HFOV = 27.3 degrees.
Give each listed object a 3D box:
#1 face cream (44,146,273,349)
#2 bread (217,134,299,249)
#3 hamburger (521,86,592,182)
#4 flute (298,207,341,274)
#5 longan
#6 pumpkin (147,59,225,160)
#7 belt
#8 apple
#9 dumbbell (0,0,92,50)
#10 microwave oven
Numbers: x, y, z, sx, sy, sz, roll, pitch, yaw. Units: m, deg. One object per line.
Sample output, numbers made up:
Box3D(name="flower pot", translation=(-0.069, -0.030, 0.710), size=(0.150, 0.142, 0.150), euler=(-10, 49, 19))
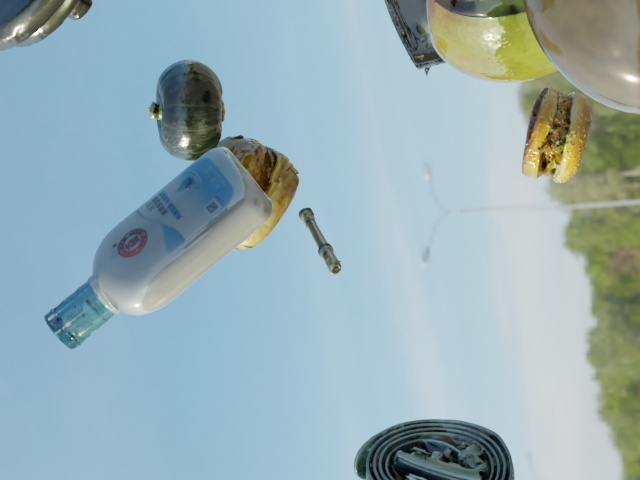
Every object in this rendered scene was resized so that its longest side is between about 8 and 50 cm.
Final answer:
Box3D(name="face cream", translation=(-0.225, 0.018, 1.773), size=(0.163, 0.337, 0.080), euler=(50, 179, 46))
Box3D(name="bread", translation=(-0.148, -0.081, 2.288), size=(0.120, 0.236, 0.198), euler=(37, -101, -33))
Box3D(name="hamburger", translation=(0.448, -0.192, 2.495), size=(0.191, 0.118, 0.182), euler=(97, -165, -50))
Box3D(name="flute", translation=(0.000, 0.000, 2.088), size=(0.233, 0.027, 0.027), euler=(-119, 16, -64))
Box3D(name="longan", translation=(0.323, -0.226, 1.126), size=(0.243, 0.300, 0.300), euler=(52, -144, -53))
Box3D(name="pumpkin", translation=(-0.220, -0.217, 2.189), size=(0.167, 0.125, 0.167), euler=(3, -90, -83))
Box3D(name="belt", translation=(0.182, 0.382, 2.116), size=(0.206, 0.268, 0.116), euler=(-68, -23, -47))
Box3D(name="apple", translation=(0.208, -0.248, 1.350), size=(0.207, 0.188, 0.173), euler=(-52, -33, -70))
Box3D(name="dumbbell", translation=(-0.330, -0.297, 1.242), size=(0.290, 0.192, 0.192), euler=(34, -131, -41))
Box3D(name="microwave oven", translation=(0.230, -0.372, 2.019), size=(0.247, 0.188, 0.178), euler=(-2, 117, 63))
